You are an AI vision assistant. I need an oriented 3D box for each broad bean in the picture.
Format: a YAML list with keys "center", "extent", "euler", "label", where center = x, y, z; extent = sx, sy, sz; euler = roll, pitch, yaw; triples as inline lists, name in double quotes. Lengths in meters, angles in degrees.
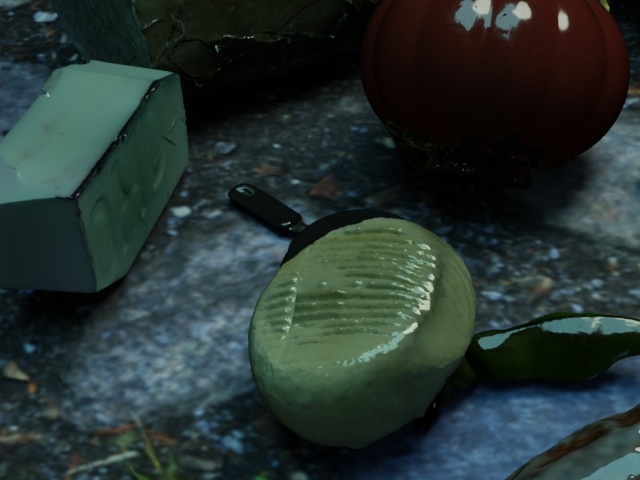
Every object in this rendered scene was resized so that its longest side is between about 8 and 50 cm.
- center: [0.153, 0.086, 1.203]
  extent: [0.195, 0.046, 0.061]
  euler: [-19, 62, -3]
  label: "broad bean"

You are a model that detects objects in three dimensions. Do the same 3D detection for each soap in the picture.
- center: [-0.189, -0.049, 1.333]
  extent: [0.091, 0.145, 0.230]
  euler: [7, 42, 15]
  label: "soap"

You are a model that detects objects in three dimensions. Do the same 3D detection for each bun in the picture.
- center: [0.034, 0.070, 1.183]
  extent: [0.164, 0.111, 0.188]
  euler: [-9, 40, 22]
  label: "bun"

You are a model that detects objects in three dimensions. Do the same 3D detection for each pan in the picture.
- center: [0.000, 0.000, 1.340]
  extent: [0.136, 0.028, 0.235]
  euler: [-32, 46, -28]
  label: "pan"

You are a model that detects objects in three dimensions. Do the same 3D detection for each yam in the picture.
- center: [-0.068, -0.270, 1.512]
  extent: [0.348, 0.241, 0.241]
  euler: [-24, 43, -19]
  label: "yam"

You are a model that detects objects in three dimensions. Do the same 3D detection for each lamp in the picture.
- center: [0.145, -0.137, 1.358]
  extent: [0.227, 0.227, 0.227]
  euler: [-4, 40, 3]
  label: "lamp"

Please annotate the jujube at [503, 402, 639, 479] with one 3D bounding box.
- center: [0.204, 0.197, 0.913]
  extent: [0.308, 0.246, 0.215]
  euler: [-20, 42, -25]
  label: "jujube"
